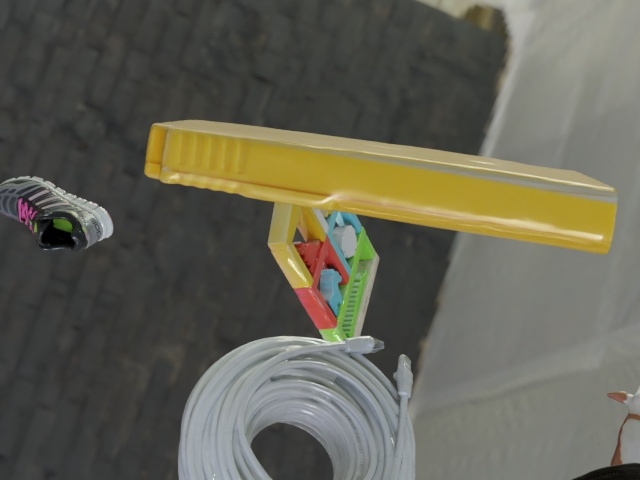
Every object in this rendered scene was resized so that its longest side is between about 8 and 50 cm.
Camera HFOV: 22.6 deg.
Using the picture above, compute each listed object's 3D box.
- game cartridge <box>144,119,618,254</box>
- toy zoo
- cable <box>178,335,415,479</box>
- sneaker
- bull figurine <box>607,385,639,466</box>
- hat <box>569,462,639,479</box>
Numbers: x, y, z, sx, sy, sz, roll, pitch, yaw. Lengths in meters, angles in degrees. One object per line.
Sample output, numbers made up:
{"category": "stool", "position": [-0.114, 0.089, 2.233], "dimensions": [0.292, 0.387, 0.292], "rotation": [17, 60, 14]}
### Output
{"category": "game cartridge", "position": [0.045, -0.046, 1.199], "dimensions": [0.285, 0.323, 0.053], "rotation": [-50, 147, -84]}
{"category": "toy zoo", "position": [0.000, 0.000, 2.179], "dimensions": [0.030, 0.293, 0.192], "rotation": [-6, -134, 24]}
{"category": "cable", "position": [-0.026, 0.223, 1.663], "dimensions": [0.089, 0.257, 0.257], "rotation": [126, -34, -57]}
{"category": "sneaker", "position": [-0.352, -0.029, 2.032], "dimensions": [0.075, 0.170, 0.063], "rotation": [-48, 153, -51]}
{"category": "bull figurine", "position": [0.407, 0.321, 1.948], "dimensions": [0.188, 0.101, 0.310], "rotation": [39, 52, -61]}
{"category": "hat", "position": [0.288, 0.366, 1.721], "dimensions": [0.331, 0.134, 0.331], "rotation": [-23, -134, 26]}
